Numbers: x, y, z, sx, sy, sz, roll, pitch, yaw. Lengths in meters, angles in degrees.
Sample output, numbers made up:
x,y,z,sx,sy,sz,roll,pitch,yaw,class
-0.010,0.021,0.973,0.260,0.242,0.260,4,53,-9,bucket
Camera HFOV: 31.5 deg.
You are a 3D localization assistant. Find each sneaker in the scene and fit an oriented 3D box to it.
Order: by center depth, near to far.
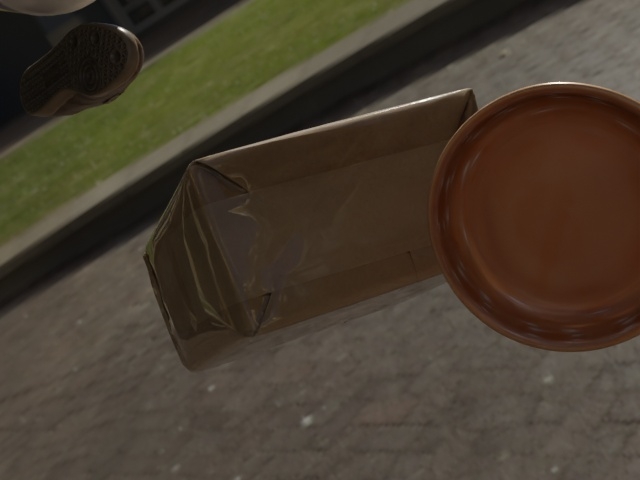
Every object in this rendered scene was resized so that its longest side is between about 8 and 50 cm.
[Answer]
x,y,z,sx,sy,sz,roll,pitch,yaw,class
-0.207,-0.159,1.049,0.071,0.066,0.188,-10,1,-43,sneaker

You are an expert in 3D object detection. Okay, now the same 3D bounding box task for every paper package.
x,y,z,sx,sy,sz,roll,pitch,yaw,class
0.000,0.000,1.163,0.310,0.168,0.325,-18,-8,-18,paper package

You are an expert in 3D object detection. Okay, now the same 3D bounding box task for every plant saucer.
x,y,z,sx,sy,sz,roll,pitch,yaw,class
0.179,-0.018,0.828,0.200,0.200,0.037,-26,5,24,plant saucer

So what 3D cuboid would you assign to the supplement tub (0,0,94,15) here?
x,y,z,sx,sy,sz,roll,pitch,yaw,class
-0.359,-0.340,1.061,0.331,0.241,0.241,10,39,29,supplement tub
